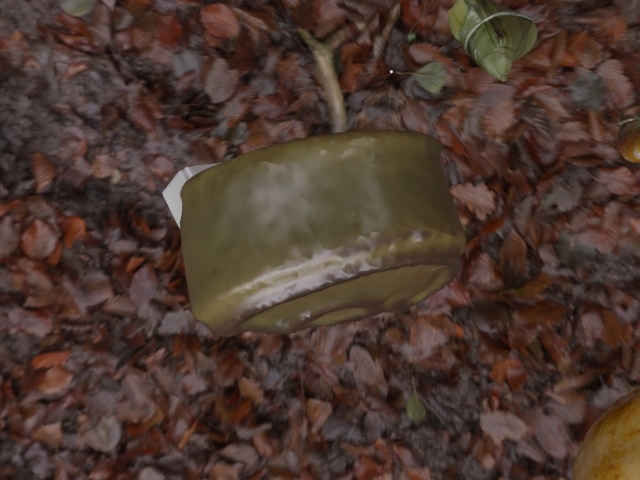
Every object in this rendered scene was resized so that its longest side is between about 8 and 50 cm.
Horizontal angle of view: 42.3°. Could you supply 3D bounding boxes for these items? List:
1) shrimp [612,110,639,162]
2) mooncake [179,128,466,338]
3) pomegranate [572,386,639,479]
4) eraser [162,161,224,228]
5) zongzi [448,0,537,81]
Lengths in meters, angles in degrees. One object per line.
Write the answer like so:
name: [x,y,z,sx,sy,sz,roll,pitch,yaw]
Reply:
shrimp: [0.534,-0.197,1.355,0.068,0.248,0.150,36,100,-5]
mooncake: [0.000,0.000,1.158,0.394,0.393,0.246,-13,78,-12]
pomegranate: [0.293,0.198,0.616,0.207,0.207,0.207,1,102,5]
eraser: [-0.126,-0.070,1.438,0.081,0.279,0.124,-44,70,39]
zongzi: [0.182,-0.178,0.782,0.104,0.113,0.052,5,136,-36]
